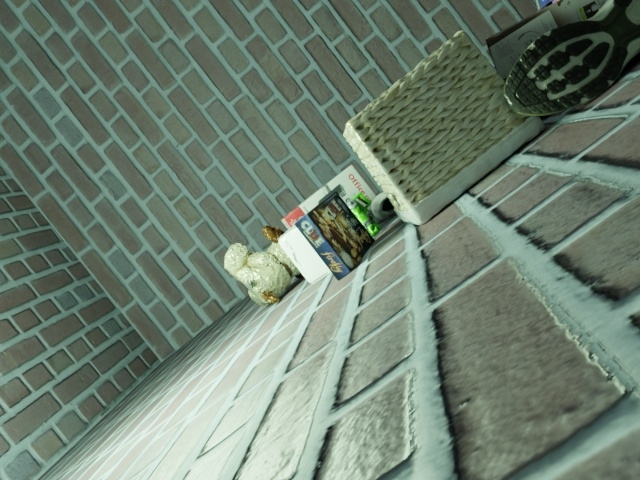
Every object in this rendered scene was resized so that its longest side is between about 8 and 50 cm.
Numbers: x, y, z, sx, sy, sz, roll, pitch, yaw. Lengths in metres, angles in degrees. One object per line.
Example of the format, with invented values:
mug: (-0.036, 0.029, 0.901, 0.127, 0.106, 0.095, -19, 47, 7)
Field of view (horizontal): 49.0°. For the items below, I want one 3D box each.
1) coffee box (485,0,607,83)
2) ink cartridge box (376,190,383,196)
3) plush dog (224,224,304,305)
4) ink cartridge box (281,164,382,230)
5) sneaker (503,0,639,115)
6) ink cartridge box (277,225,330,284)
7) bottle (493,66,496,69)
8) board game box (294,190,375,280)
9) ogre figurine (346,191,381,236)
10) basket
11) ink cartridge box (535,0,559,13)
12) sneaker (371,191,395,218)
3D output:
coffee box: (0.560, -0.466, 1.627, 0.297, 0.119, 0.168, -23, -15, 31)
ink cartridge box: (0.278, -0.182, 2.426, 0.275, 0.060, 0.239, -38, 1, 9)
plush dog: (-0.141, 0.083, 2.232, 0.225, 0.262, 0.210, -49, 39, -16)
ink cartridge box: (0.047, -0.073, 2.162, 0.273, 0.197, 0.114, -39, 4, -6)
sneaker: (0.532, -0.356, 1.389, 0.410, 0.158, 0.182, -33, -11, -7)
ink cartridge box: (0.000, 0.000, 1.950, 0.092, 0.158, 0.218, -36, 4, 35)
bottle: (0.368, -0.296, 1.751, 0.092, 0.118, 0.283, 27, -92, -55)
board game box: (0.039, -0.018, 1.667, 0.042, 0.165, 0.243, -37, 3, 24)
ogre figurine: (0.114, -0.064, 1.957, 0.097, 0.118, 0.197, -37, 2, 23)
basket: (0.243, -0.232, 1.539, 0.331, 0.266, 0.328, -40, 3, 3)
ink cartridge box: (0.702, -0.634, 1.759, 0.395, 0.151, 0.270, -14, -1, 8)
sneaker: (0.249, -0.144, 2.039, 0.232, 0.090, 0.115, -47, 8, 6)
